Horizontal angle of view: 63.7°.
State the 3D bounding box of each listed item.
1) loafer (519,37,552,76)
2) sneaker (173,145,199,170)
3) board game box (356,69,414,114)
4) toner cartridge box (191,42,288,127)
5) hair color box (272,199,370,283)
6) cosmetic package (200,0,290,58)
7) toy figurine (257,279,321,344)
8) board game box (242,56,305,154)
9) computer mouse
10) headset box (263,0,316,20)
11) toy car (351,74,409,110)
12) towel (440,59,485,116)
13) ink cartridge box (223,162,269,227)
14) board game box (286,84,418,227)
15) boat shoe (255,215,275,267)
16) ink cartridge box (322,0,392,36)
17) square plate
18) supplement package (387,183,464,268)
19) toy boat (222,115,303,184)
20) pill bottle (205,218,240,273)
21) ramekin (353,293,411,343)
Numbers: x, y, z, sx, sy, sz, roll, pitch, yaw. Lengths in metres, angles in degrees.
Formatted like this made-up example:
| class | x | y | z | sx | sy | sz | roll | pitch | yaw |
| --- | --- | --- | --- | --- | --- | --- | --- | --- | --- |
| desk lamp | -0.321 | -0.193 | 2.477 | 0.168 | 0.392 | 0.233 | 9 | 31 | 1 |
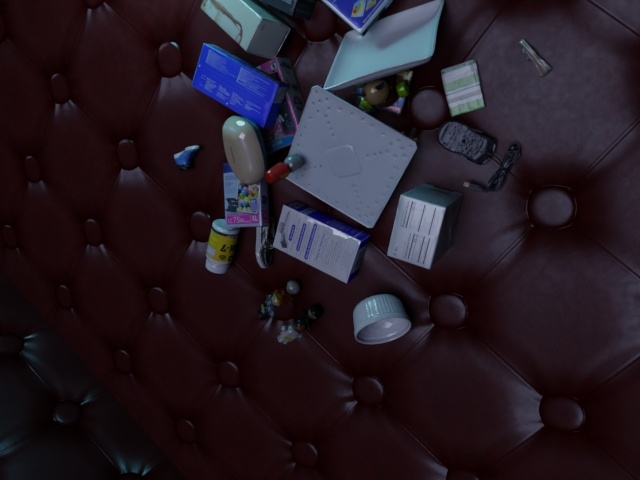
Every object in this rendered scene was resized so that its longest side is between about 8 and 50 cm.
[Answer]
| class | x | y | z | sx | sy | sz | roll | pitch | yaw |
| --- | --- | --- | --- | --- | --- | --- | --- | --- | --- |
| loafer | 0.621 | -0.534 | 1.507 | 0.125 | 0.045 | 0.039 | 49 | 127 | 5 |
| sneaker | -0.554 | -0.341 | 2.167 | 0.152 | 0.058 | 0.085 | -17 | 90 | 35 |
| board game box | 0.200 | -0.497 | 1.727 | 0.194 | 0.060 | 0.194 | 24 | 116 | 18 |
| toner cartridge box | -0.294 | -0.559 | 1.855 | 0.348 | 0.075 | 0.165 | 33 | 115 | 17 |
| hair color box | 0.000 | 0.000 | 1.945 | 0.339 | 0.110 | 0.185 | 25 | 115 | 18 |
| cosmetic package | -0.267 | -0.782 | 1.810 | 0.296 | 0.153 | 0.129 | 48 | 120 | 24 |
| toy figurine | -0.119 | 0.279 | 2.026 | 0.148 | 0.209 | 0.213 | -42 | 83 | 24 |
| board game box | -0.178 | -0.488 | 1.910 | 0.224 | 0.097 | 0.303 | -15 | 97 | 31 |
| computer mouse | 0.483 | -0.265 | 1.647 | 0.262 | 0.060 | 0.184 | 23 | 110 | 8 |
| headset box | -0.118 | -0.917 | 1.737 | 0.246 | 0.131 | 0.283 | 32 | 116 | 16 |
| toy car | 0.168 | -0.482 | 1.601 | 0.155 | 0.188 | 0.149 | -14 | 102 | 29 |
| towel | 0.450 | -0.480 | 1.626 | 0.113 | 0.023 | 0.152 | -10 | 101 | 32 |
| ink cartridge box | -0.297 | -0.207 | 2.040 | 0.186 | 0.065 | 0.311 | -1 | 90 | 30 |
| board game box | 0.090 | -0.280 | 1.762 | 0.390 | 0.050 | 0.390 | 32 | 134 | 7 |
| boat shoe | -0.215 | 0.009 | 2.077 | 0.070 | 0.078 | 0.219 | 6 | 105 | 28 |
| ink cartridge box | 0.118 | -0.858 | 1.604 | 0.307 | 0.072 | 0.303 | 44 | 104 | 4 |
| square plate | 0.202 | -0.592 | 1.581 | 0.347 | 0.344 | 0.049 | -8 | 136 | 30 |
| supplement package | 0.342 | -0.055 | 1.658 | 0.145 | 0.262 | 0.204 | 18 | 111 | 22 |
| toy boat | -0.211 | -0.299 | 1.834 | 0.318 | 0.148 | 0.267 | 33 | 143 | 33 |
| pill bottle | -0.414 | 0.026 | 2.163 | 0.119 | 0.119 | 0.208 | 26 | 115 | 19 |
| ramekin | 0.215 | 0.281 | 1.858 | 0.207 | 0.207 | 0.109 | -36 | 49 | 31 |
